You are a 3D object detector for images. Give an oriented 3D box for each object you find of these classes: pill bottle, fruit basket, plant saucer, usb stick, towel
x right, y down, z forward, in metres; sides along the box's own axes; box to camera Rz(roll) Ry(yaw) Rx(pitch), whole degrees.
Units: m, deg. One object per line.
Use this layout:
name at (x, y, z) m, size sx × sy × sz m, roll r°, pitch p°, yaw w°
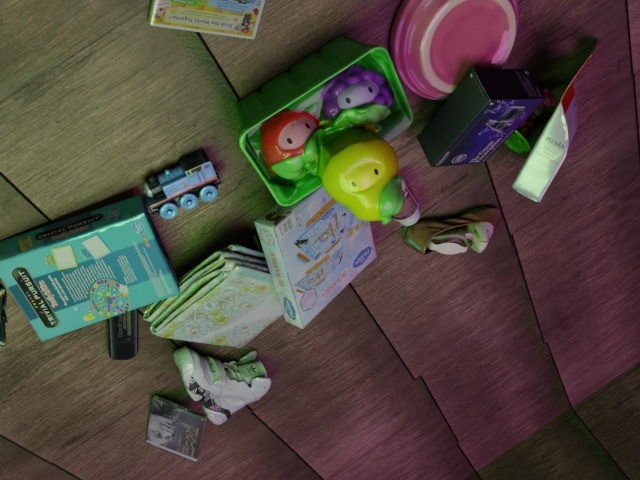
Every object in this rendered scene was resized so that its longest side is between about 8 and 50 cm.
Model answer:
pill bottle at (0.211, -0.105, 2.030) m, size 0.086 × 0.086 × 0.152 m, roll -37°, pitch 137°, yaw 3°
fruit basket at (0.037, -0.213, 1.627) m, size 0.392 × 0.392 × 0.283 m, roll -34°, pitch 137°, yaw -1°
plant saucer at (0.325, -0.472, 1.755) m, size 0.332 × 0.084 × 0.332 m, roll -14°, pitch 128°, yaw -18°
usb stick at (-0.496, 0.196, 1.901) m, size 0.077 × 0.045 × 0.278 m, roll -4°, pitch 130°, yaw -18°
towel at (-0.220, 0.148, 1.937) m, size 0.320 × 0.090 × 0.374 m, roll -38°, pitch 149°, yaw 23°

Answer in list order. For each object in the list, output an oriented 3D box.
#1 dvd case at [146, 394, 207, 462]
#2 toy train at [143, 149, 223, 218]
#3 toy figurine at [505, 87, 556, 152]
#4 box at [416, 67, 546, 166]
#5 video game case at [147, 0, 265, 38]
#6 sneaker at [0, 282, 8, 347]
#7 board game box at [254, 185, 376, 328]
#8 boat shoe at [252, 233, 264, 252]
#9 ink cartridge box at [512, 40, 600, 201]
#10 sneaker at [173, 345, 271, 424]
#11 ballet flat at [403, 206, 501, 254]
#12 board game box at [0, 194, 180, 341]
dvd case at (-0.420, 0.550, 2.198) m, size 0.164 × 0.018 × 0.221 m, roll 20°, pitch 129°, yaw 4°
toy train at (-0.313, -0.124, 1.706) m, size 0.184 × 0.080 × 0.105 m, roll -25°, pitch 127°, yaw -7°
toy figurine at (0.566, -0.332, 2.040) m, size 0.159 × 0.130 × 0.173 m, roll -47°, pitch 158°, yaw 1°
box at (0.384, -0.295, 1.838) m, size 0.184 × 0.103 × 0.261 m, roll -5°, pitch 152°, yaw -29°
video game case at (-0.206, -0.503, 1.468) m, size 0.227 × 0.026 × 0.206 m, roll -1°, pitch 128°, yaw -31°
sneaker at (-0.728, 0.138, 1.624) m, size 0.127 × 0.126 × 0.321 m, roll -48°, pitch 166°, yaw -18°
board game box at (0.000, 0.000, 1.881) m, size 0.318 × 0.066 × 0.318 m, roll -41°, pitch 133°, yaw -33°
boat shoe at (-0.142, 0.032, 1.965) m, size 0.042 × 0.049 × 0.133 m, roll -22°, pitch 135°, yaw -12°
ink cartridge box at (0.649, -0.316, 1.983) m, size 0.385 × 0.091 × 0.308 m, roll -64°, pitch 169°, yaw 28°
sneaker at (-0.269, 0.373, 2.134) m, size 0.210 × 0.137 × 0.366 m, roll -28°, pitch 142°, yaw -8°
ballet flat at (0.407, -0.014, 2.201) m, size 0.342 × 0.124 × 0.116 m, roll -8°, pitch 131°, yaw -26°
board game box at (-0.517, 0.065, 1.704) m, size 0.336 × 0.079 × 0.254 m, roll -18°, pitch 131°, yaw -5°
